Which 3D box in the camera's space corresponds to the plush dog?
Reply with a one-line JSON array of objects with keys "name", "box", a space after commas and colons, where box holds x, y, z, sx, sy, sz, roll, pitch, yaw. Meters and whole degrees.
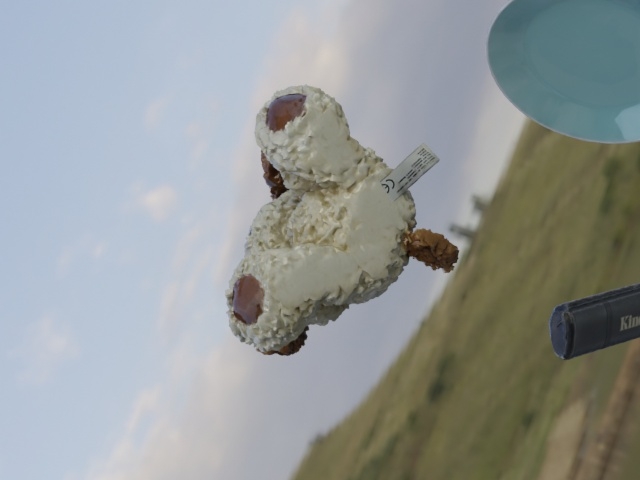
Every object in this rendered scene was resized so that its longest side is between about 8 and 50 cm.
[{"name": "plush dog", "box": [0.000, 0.000, 1.588, 0.225, 0.211, 0.262, 161, 120, -66]}]

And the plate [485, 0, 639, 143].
[{"name": "plate", "box": [0.234, -0.156, 1.355, 0.188, 0.188, 0.024, 96, -167, -53]}]

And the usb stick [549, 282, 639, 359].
[{"name": "usb stick", "box": [0.412, 0.099, 2.142, 0.278, 0.045, 0.077, -12, -78, -39]}]
